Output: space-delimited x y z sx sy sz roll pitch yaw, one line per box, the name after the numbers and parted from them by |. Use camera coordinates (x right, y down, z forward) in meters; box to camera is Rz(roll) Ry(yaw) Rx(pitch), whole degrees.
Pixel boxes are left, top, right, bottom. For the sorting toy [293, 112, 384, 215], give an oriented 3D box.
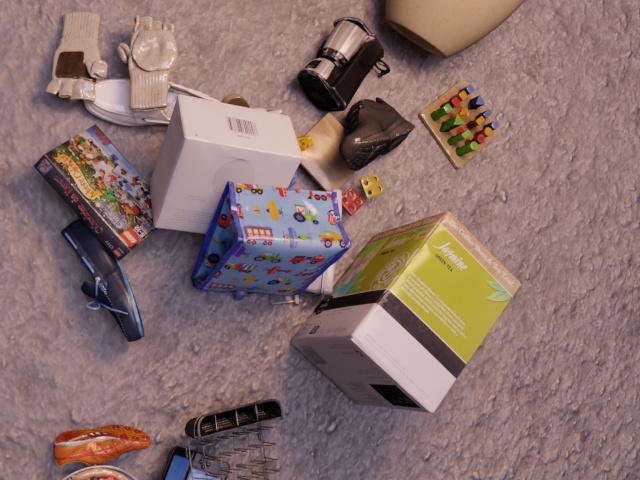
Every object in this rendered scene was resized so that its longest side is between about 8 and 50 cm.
0.020 -0.178 1.721 0.274 0.046 0.132 47 69 -10 | sorting toy

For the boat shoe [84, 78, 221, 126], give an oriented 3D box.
-0.324 -0.280 1.567 0.277 0.096 0.098 3 82 -22 | boat shoe

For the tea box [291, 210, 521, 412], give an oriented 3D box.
0.162 0.148 1.582 0.220 0.329 0.323 44 68 -11 | tea box

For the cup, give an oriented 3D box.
0.279 -0.553 1.762 0.331 0.331 0.237 29 100 -16 | cup

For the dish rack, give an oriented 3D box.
-0.159 0.454 1.515 0.208 0.074 0.271 -3 84 -44 | dish rack

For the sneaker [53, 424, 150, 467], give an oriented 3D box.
-0.407 0.387 1.472 0.175 0.064 0.067 0 105 -18 | sneaker

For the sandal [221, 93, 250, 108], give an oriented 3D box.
-0.169 -0.194 1.627 0.088 0.079 0.240 -13 121 -15 | sandal

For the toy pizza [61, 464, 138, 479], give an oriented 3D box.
-0.411 0.514 1.441 0.201 0.032 0.201 -1 93 -22 | toy pizza

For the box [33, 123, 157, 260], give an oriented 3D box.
-0.405 -0.094 1.494 0.233 0.044 0.159 50 34 -9 | box

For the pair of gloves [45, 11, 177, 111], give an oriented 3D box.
-0.399 -0.353 1.522 0.240 0.042 0.204 6 71 0 | pair of gloves

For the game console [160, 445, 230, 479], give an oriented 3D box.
-0.248 0.478 1.498 0.124 0.085 0.144 22 75 -6 | game console

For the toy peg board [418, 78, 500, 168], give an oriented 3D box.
0.346 -0.284 1.851 0.161 0.079 0.161 -39 99 -22 | toy peg board

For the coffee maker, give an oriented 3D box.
0.057 -0.369 1.723 0.171 0.120 0.178 37 71 -14 | coffee maker

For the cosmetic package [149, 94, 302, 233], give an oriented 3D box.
-0.186 -0.132 1.492 0.224 0.224 0.138 8 41 -25 | cosmetic package

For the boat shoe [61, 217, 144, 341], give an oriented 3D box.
-0.413 0.081 1.493 0.089 0.109 0.258 -23 75 -16 | boat shoe

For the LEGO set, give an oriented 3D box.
-0.064 -0.173 1.625 0.093 0.087 0.227 -3 110 15 | LEGO set

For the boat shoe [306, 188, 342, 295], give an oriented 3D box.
0.000 0.000 1.646 0.076 0.083 0.226 6 82 -1 | boat shoe

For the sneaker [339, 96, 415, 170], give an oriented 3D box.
0.097 -0.237 1.692 0.130 0.109 0.286 49 28 4 | sneaker

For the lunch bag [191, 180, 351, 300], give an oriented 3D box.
-0.109 0.035 1.514 0.221 0.293 0.138 4 53 -26 | lunch bag

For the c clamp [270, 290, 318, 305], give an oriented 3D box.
-0.040 0.058 1.678 0.137 0.022 0.160 2 82 -22 | c clamp
